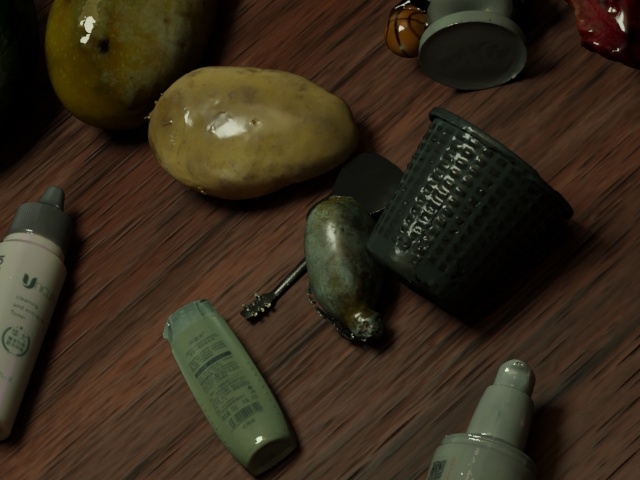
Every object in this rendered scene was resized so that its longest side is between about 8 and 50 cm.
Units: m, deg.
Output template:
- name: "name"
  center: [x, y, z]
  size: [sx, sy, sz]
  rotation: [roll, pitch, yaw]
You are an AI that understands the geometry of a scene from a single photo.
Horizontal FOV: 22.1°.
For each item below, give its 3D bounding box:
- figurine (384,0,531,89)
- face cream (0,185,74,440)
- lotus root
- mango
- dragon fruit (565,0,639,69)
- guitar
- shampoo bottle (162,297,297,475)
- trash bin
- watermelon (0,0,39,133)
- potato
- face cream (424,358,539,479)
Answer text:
- name: "figurine"
  center: [0.156, -0.291, 1.827]
  size: [0.176, 0.133, 0.236]
  rotation: [-10, 56, 20]
- name: "face cream"
  center: [-0.342, 0.070, 1.836]
  size: [0.092, 0.092, 0.311]
  rotation: [-2, 54, 26]
- name: "lotus root"
  center: [0.024, 0.029, 1.677]
  size: [0.088, 0.088, 0.165]
  rotation: [-15, 72, 17]
- name: "mango"
  center: [-0.217, -0.284, 1.982]
  size: [0.175, 0.176, 0.329]
  rotation: [13, 56, 15]
- name: "dragon fruit"
  center: [0.310, -0.327, 1.692]
  size: [0.302, 0.240, 0.330]
  rotation: [1, 66, 19]
- name: "guitar"
  center: [0.000, 0.000, 1.755]
  size: [0.233, 0.025, 0.088]
  rotation: [-44, 50, -9]
- name: "shampoo bottle"
  center: [-0.095, 0.146, 1.678]
  size: [0.072, 0.049, 0.212]
  rotation: [-36, 48, 3]
- name: "trash bin"
  center: [0.136, -0.017, 1.620]
  size: [0.175, 0.175, 0.161]
  rotation: [36, 90, 41]
- name: "watermelon"
  center: [-0.514, -0.262, 2.009]
  size: [0.363, 0.363, 0.363]
  rotation: [-14, 51, 18]
- name: "potato"
  center: [-0.076, -0.124, 1.832]
  size: [0.234, 0.128, 0.161]
  rotation: [-16, 66, 10]
- name: "face cream"
  center: [0.142, 0.223, 1.464]
  size: [0.101, 0.101, 0.252]
  rotation: [5, 58, 30]
